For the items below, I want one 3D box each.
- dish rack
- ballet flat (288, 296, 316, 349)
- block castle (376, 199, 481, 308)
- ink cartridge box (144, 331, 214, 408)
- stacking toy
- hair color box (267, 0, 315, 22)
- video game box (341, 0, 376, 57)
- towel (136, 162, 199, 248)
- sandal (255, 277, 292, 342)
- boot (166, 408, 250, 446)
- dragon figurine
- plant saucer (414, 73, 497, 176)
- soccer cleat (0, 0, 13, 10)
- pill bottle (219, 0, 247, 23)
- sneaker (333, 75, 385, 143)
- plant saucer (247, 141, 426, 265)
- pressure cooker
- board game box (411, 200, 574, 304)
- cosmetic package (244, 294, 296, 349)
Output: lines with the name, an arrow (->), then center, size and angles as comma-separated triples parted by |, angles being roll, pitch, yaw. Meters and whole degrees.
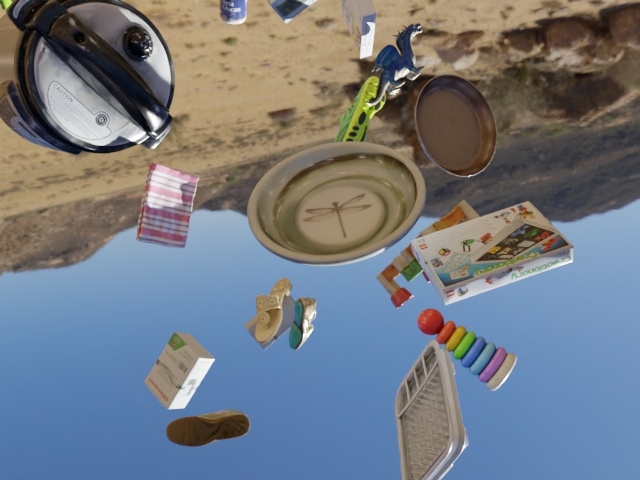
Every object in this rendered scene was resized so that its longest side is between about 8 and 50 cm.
dish rack -> 0.282, 0.455, 1.473 | 0.073, 0.285, 0.332 | 16, -143, -10
ballet flat -> -0.048, 0.252, 1.750 | 0.067, 0.206, 0.073 | -11, -135, -27
block castle -> 0.445, 0.075, 2.214 | 0.303, 0.212, 0.453 | -33, 168, -34
ink cartridge box -> -0.475, 0.437, 1.941 | 0.153, 0.208, 0.087 | 36, -174, 33
stacking toy -> 0.463, 0.339, 1.891 | 0.330, 0.141, 0.141 | 35, -156, 15
hair color box -> -0.129, -0.906, 1.854 | 0.186, 0.374, 0.114 | -32, 157, 15
video game box -> 0.113, -0.691, 1.741 | 0.048, 0.205, 0.187 | -14, 160, -7
towel -> -0.378, -0.083, 1.435 | 0.029, 0.196, 0.144 | 8, 178, 39
sandal -> -0.148, 0.171, 1.591 | 0.088, 0.079, 0.240 | -22, -152, 29
boot -> -0.299, 0.499, 1.557 | 0.214, 0.077, 0.165 | -4, 170, -10
dragon figurine -> 0.204, -0.514, 1.699 | 0.289, 0.144, 0.085 | -40, 178, -7
plant saucer -> 0.394, -0.337, 1.717 | 0.311, 0.310, 0.050 | -14, 180, -28
soccer cleat -> -0.841, -0.694, 1.637 | 0.060, 0.072, 0.179 | 11, -148, 18
pill bottle -> -0.295, -0.832, 1.956 | 0.094, 0.094, 0.169 | -12, 144, -19
sneaker -> 0.124, -0.441, 1.986 | 0.124, 0.295, 0.109 | 14, 163, 46
plant saucer -> 0.039, -0.070, 1.314 | 0.401, 0.100, 0.400 | -7, -136, 7
pressure cooker -> -0.563, -0.400, 1.378 | 0.370, 0.375, 0.421 | -12, -158, -42
board game box -> 0.386, 0.022, 1.326 | 0.306, 0.053, 0.193 | -18, -142, -3
cosmetic package -> -0.198, 0.345, 2.500 | 0.238, 0.127, 0.107 | -41, -168, -13
